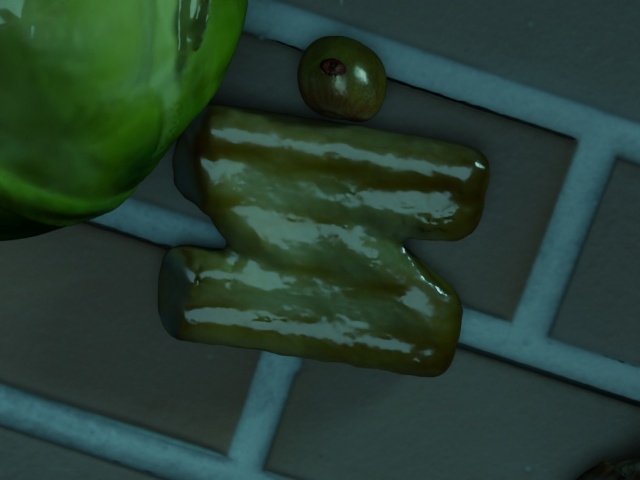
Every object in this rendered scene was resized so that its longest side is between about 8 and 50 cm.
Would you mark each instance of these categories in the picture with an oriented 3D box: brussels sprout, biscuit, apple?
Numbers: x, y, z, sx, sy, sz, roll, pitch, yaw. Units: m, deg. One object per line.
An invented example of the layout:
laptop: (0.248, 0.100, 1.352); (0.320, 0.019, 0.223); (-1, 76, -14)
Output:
brussels sprout: (-0.272, -0.178, 1.443); (0.425, 0.342, 0.361); (-12, 98, 2)
biscuit: (0.000, 0.000, 1.630); (0.291, 0.062, 0.237); (8, 110, 2)
apple: (0.021, -0.145, 1.580); (0.084, 0.084, 0.071); (16, 87, -2)

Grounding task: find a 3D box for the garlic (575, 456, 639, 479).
garlic: (0.335, 0.279, 1.649); (0.214, 0.160, 0.191); (-29, 98, 8)
